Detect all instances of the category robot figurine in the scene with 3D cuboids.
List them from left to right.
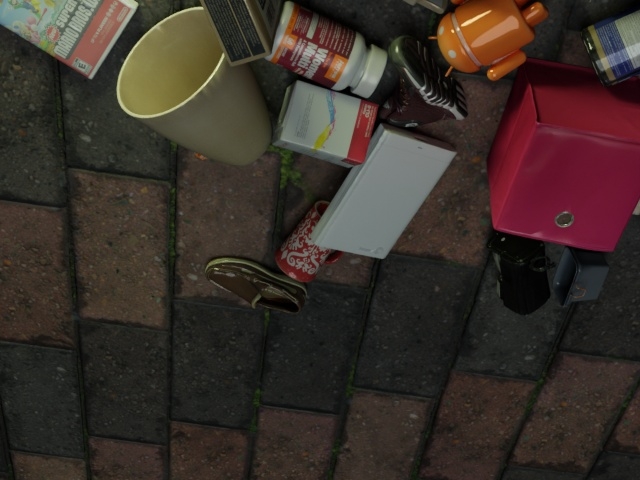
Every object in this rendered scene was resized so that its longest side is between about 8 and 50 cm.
[{"bbox_3d":[0.314,-0.396,1.646,0.219,0.128,0.158,-26,123,24],"label":"robot figurine"}]

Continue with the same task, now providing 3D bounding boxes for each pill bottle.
[{"bbox_3d":[0.011,-0.365,1.702,0.221,0.121,0.121,22,128,-13],"label":"pill bottle"},{"bbox_3d":[0.609,-0.383,1.636,0.219,0.123,0.123,-23,125,21],"label":"pill bottle"}]

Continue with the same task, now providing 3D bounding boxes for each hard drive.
[{"bbox_3d":[0.134,-0.099,1.898,0.203,0.040,0.308,11,124,-34],"label":"hard drive"}]

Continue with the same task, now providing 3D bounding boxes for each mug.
[{"bbox_3d":[-0.008,-0.006,2.037,0.113,0.150,0.169,45,123,15],"label":"mug"}]

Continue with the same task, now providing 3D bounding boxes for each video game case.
[{"bbox_3d":[-0.529,-0.467,1.726,0.285,0.025,0.204,31,126,-20],"label":"video game case"}]

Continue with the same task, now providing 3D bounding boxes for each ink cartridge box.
[{"bbox_3d":[-0.146,-0.455,1.567,0.088,0.235,0.193,-12,129,14],"label":"ink cartridge box"},{"bbox_3d":[0.006,-0.233,1.775,0.176,0.128,0.128,15,89,-12],"label":"ink cartridge box"}]

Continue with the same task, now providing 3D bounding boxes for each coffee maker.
[{"bbox_3d":[0.464,0.082,2.008,0.120,0.171,0.178,-20,129,0],"label":"coffee maker"}]

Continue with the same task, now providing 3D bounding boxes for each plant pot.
[{"bbox_3d":[-0.215,-0.273,1.743,0.256,0.257,0.274,-21,143,21],"label":"plant pot"}]

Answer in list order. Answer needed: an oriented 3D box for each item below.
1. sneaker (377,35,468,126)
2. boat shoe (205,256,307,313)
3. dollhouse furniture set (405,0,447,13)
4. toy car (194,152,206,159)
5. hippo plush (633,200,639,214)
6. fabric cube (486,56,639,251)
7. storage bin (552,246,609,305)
[{"bbox_3d":[0.165,-0.288,1.725,0.162,0.107,0.281,-16,152,29],"label":"sneaker"},{"bbox_3d":[-0.157,0.115,2.136,0.257,0.095,0.095,13,130,-6],"label":"boat shoe"},{"bbox_3d":[0.264,-0.555,1.414,0.198,0.287,0.303,23,139,-14],"label":"dollhouse furniture set"},{"bbox_3d":[-0.228,-0.212,1.904,0.122,0.041,0.060,-25,124,24],"label":"toy car"},{"bbox_3d":[0.741,-0.082,1.851,0.234,0.294,0.237,23,159,18],"label":"hippo plush"},{"bbox_3d":[0.491,-0.171,1.736,0.254,0.259,0.258,11,130,-3],"label":"fabric cube"},{"bbox_3d":[0.615,0.088,2.057,0.091,0.098,0.135,-1,131,-8],"label":"storage bin"}]
